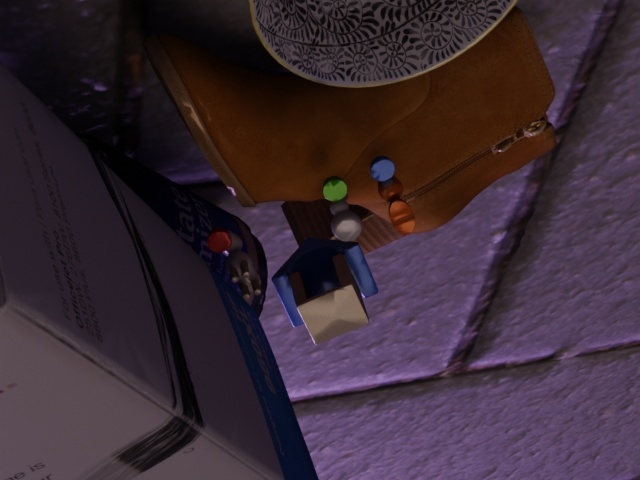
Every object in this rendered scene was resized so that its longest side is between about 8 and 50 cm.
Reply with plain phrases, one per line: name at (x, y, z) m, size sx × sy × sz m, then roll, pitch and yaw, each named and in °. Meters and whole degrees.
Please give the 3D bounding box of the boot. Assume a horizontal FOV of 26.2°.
boot at (0.035, -0.095, 0.881) m, size 0.211 × 0.104 × 0.295 m, roll -32°, pitch 147°, yaw 8°

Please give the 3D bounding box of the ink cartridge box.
ink cartridge box at (-0.200, 0.090, 0.699) m, size 0.285 × 0.166 × 0.395 m, roll -25°, pitch 152°, yaw 7°

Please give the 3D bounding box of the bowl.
bowl at (0.031, -0.174, 0.765) m, size 0.170 × 0.080 × 0.170 m, roll -14°, pitch 142°, yaw -12°

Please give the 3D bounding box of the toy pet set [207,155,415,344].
toy pet set at (0.000, 0.000, 0.869) m, size 0.122 × 0.065 × 0.114 m, roll -22°, pitch 123°, yaw 4°

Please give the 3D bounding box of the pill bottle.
pill bottle at (-0.144, 0.004, 0.895) m, size 0.122 × 0.123 × 0.219 m, roll -34°, pitch 144°, yaw 21°
